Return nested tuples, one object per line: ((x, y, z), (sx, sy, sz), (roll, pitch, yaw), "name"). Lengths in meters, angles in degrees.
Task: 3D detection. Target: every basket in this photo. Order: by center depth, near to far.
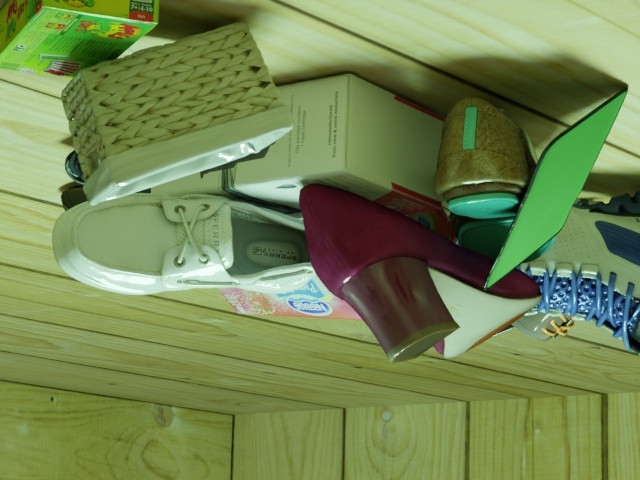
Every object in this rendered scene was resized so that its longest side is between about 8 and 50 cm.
((-0.125, -0.108, 1.513), (0.167, 0.103, 0.113), (-20, 178, -20), "basket")

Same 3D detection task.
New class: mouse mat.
((0.218, -0.048, 1.676), (0.153, 0.007, 0.189), (-34, 154, -44), "mouse mat")

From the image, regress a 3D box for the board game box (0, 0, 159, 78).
((-0.202, -0.176, 1.458), (0.092, 0.043, 0.181), (6, 168, -23), "board game box")

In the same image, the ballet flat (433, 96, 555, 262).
((0.169, -0.064, 1.758), (0.116, 0.124, 0.342), (-6, 168, 14), "ballet flat")

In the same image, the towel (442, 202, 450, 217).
((0.086, 0.001, 2.147), (0.324, 0.056, 0.312), (-3, 162, 39), "towel")

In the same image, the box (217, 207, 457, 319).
((0.000, 0.000, 1.925), (0.257, 0.128, 0.122), (0, 137, 42), "box")

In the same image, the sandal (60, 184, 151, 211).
((-0.217, -0.038, 2.096), (0.219, 0.090, 0.060), (-11, -164, 45), "sandal")

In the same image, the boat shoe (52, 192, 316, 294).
((-0.111, -0.003, 1.696), (0.277, 0.098, 0.096), (2, 168, -30), "boat shoe")

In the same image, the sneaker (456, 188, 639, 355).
((0.304, 0.043, 1.989), (0.316, 0.182, 0.127), (-8, 133, -21), "sneaker")

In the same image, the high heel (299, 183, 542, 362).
((0.107, 0.017, 1.783), (0.127, 0.181, 0.377), (-35, 167, 16), "high heel")

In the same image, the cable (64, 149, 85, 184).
((-0.181, -0.083, 1.937), (0.185, 0.047, 0.150), (-1, 174, 0), "cable")

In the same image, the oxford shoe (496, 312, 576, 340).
((0.328, 0.063, 2.342), (0.130, 0.132, 0.364), (12, 165, -38), "oxford shoe")

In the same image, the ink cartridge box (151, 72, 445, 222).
((-0.023, -0.080, 1.761), (0.237, 0.100, 0.172), (-6, 165, 35), "ink cartridge box")
